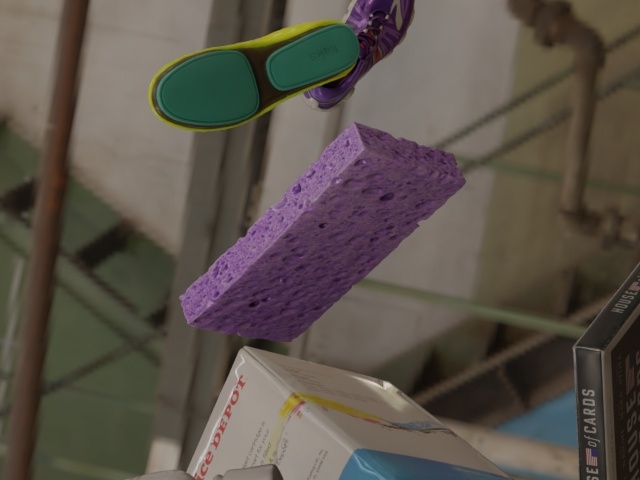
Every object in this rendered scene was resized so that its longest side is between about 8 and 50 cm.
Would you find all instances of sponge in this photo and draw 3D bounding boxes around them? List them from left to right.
[{"bbox_3d":[0.000,0.000,1.289,0.117,0.031,0.210,12,-47,-46],"label":"sponge"}]

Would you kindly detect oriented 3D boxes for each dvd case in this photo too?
[{"bbox_3d":[0.262,0.113,1.407,0.239,0.030,0.179,-41,-49,-52],"label":"dvd case"}]

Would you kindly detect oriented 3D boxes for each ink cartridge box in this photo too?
[{"bbox_3d":[0.027,0.252,1.570,0.270,0.197,0.198,36,106,51],"label":"ink cartridge box"}]

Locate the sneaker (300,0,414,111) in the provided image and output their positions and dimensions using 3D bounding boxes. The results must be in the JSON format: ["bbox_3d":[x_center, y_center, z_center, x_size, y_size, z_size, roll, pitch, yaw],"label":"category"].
[{"bbox_3d":[0.045,-0.204,1.786,0.170,0.068,0.071,-56,6,-10],"label":"sneaker"}]

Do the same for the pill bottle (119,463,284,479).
[{"bbox_3d":[-0.158,0.267,1.333,0.160,0.283,0.160,-14,-90,-86],"label":"pill bottle"}]

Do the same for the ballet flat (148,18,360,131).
[{"bbox_3d":[-0.069,-0.154,1.631,0.077,0.231,0.077,4,112,60],"label":"ballet flat"}]
